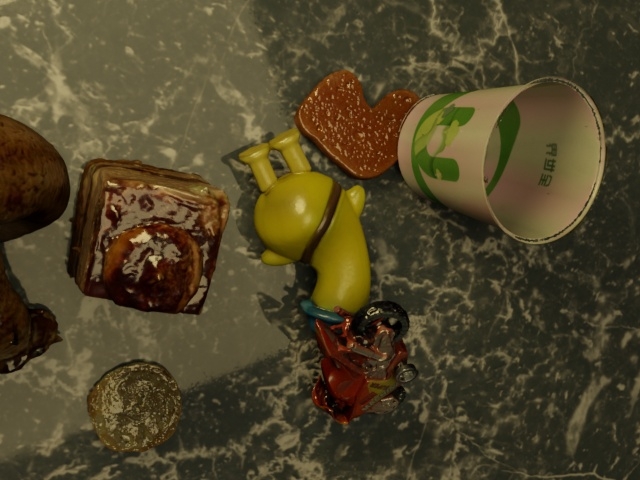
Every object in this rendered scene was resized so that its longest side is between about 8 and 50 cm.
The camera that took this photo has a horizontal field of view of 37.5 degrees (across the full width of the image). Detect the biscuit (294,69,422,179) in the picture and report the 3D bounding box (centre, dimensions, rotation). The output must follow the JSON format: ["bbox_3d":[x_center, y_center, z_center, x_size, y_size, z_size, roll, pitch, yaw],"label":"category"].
[{"bbox_3d":[0.069,-0.208,1.584,0.192,0.036,0.186,41,79,-17],"label":"biscuit"}]

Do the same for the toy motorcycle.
[{"bbox_3d":[0.066,0.209,1.528,0.171,0.089,0.298,-9,138,-4],"label":"toy motorcycle"}]

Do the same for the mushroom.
[{"bbox_3d":[-0.511,0.006,1.275,0.331,0.334,0.356,1,84,-18],"label":"mushroom"}]

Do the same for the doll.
[{"bbox_3d":[0.000,0.000,1.521,0.199,0.145,0.363,-26,105,0],"label":"doll"}]

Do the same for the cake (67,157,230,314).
[{"bbox_3d":[-0.253,-0.008,1.360,0.196,0.293,0.199,12,94,-19],"label":"cake"}]

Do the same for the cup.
[{"bbox_3d":[0.278,-0.140,1.518,0.253,0.274,0.253,-7,104,-29],"label":"cup"}]

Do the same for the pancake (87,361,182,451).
[{"bbox_3d":[-0.295,0.265,1.503,0.151,0.025,0.152,-2,96,-18],"label":"pancake"}]
